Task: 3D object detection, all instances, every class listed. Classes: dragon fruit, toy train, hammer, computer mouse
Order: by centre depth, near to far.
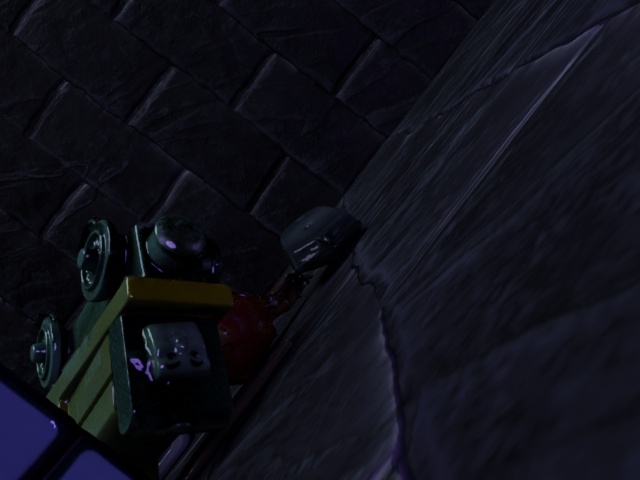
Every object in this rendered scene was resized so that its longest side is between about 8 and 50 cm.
[{"bbox_3d":[-0.091,0.187,0.773,0.199,0.013,0.062,-53,3,-10],"label":"hammer"},{"bbox_3d":[-0.226,0.148,0.835,0.397,0.160,0.253,-47,46,40],"label":"toy train"},{"bbox_3d":[-0.107,0.117,1.000,0.246,0.125,0.125,-33,23,-28],"label":"dragon fruit"},{"bbox_3d":[0.003,0.004,1.032,0.113,0.068,0.229,-39,13,-3],"label":"computer mouse"}]

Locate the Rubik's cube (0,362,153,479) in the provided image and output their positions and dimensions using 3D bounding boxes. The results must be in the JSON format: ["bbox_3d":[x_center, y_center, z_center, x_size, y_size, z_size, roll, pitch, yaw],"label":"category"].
[{"bbox_3d":[-0.145,0.174,0.287,0.162,0.163,0.160,-48,5,43],"label":"Rubik's cube"}]

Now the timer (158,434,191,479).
[{"bbox_3d":[-0.338,0.328,1.188,0.192,0.194,0.195,-53,4,-8],"label":"timer"}]
